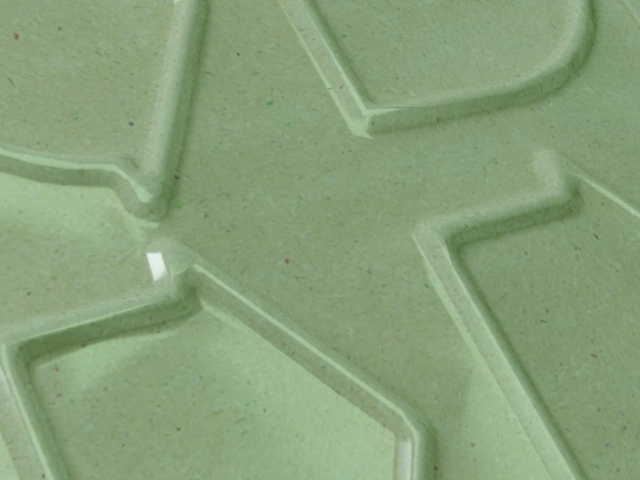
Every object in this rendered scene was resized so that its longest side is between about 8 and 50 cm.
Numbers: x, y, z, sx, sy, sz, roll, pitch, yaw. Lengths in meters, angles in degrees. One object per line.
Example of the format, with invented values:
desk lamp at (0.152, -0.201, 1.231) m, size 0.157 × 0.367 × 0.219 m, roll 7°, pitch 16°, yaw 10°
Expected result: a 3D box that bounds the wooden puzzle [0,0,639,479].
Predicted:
wooden puzzle at (0.000, 0.000, 0.429) m, size 0.348 × 0.080 × 0.322 m, roll -11°, pitch 61°, yaw -32°
